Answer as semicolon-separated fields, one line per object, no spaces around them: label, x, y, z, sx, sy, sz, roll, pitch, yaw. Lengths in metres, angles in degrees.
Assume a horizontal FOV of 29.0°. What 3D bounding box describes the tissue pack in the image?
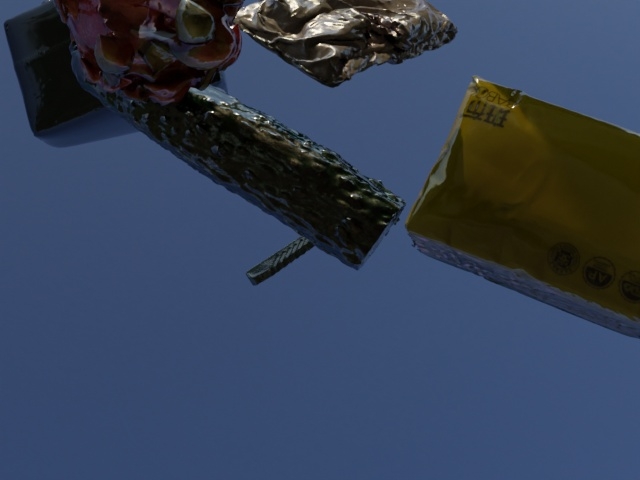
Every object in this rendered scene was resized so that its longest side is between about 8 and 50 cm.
tissue pack;0.244;-0.035;1.265;0.271;0.134;0.192;21;-97;19

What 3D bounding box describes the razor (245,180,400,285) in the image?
razor;-0.002;-0.003;1.448;0.190;0.033;0.066;-31;-53;-1

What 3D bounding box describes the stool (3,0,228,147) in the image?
stool;-0.213;-0.191;1.310;0.232;0.232;0.141;-16;-90;-22

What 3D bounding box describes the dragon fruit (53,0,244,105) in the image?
dragon fruit;-0.103;-0.157;0.812;0.133;0.208;0.150;-22;-63;-13

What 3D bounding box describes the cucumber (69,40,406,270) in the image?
cucumber;-0.075;-0.077;0.909;0.293;0.067;0.067;32;-101;13

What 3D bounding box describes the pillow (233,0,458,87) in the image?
pillow;0.029;-0.213;1.189;0.248;0.135;0.049;-28;-35;-52
